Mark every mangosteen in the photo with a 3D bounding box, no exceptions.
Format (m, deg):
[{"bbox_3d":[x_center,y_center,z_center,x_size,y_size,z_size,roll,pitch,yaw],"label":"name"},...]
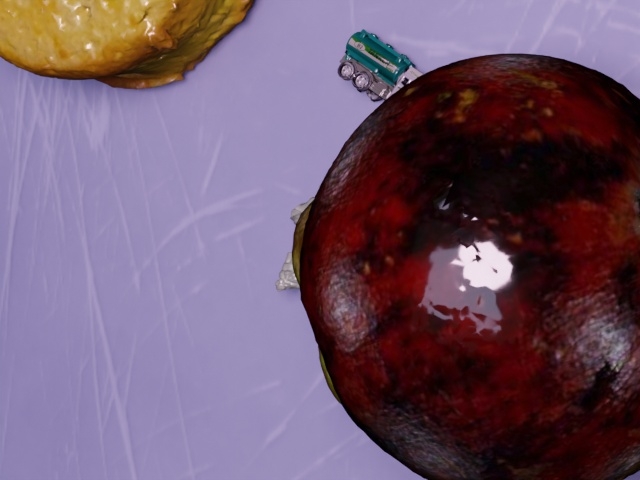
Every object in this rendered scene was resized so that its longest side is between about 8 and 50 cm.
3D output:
[{"bbox_3d":[0.118,0.026,1.034,0.311,0.311,0.311,2,93,30],"label":"mangosteen"}]

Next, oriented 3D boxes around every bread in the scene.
[{"bbox_3d":[-0.166,-0.191,1.255,0.261,0.160,0.147,-3,97,24],"label":"bread"}]

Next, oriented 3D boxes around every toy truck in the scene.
[{"bbox_3d":[0.051,-0.122,1.198,0.083,0.039,0.044,37,96,25],"label":"toy truck"}]

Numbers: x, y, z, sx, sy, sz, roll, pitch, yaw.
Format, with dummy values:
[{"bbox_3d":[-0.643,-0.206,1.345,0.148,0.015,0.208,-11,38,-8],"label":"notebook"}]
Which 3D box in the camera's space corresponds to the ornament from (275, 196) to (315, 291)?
[{"bbox_3d":[0.002,-0.003,1.231,0.068,0.041,0.092,5,86,24],"label":"ornament"}]
